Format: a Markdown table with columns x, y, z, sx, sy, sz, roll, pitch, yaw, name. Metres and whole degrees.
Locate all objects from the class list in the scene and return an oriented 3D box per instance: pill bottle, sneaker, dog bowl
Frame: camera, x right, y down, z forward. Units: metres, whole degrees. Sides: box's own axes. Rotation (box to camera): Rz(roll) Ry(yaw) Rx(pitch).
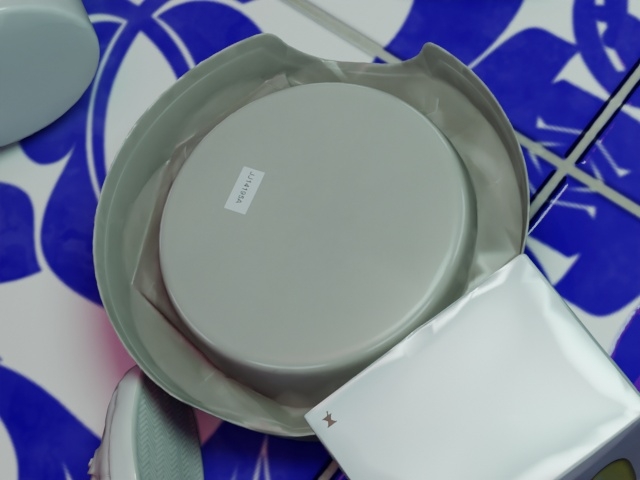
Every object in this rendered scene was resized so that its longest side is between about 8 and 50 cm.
| x | y | z | sx | sy | sz | roll | pitch | yaw | name |
| --- | --- | --- | --- | --- | --- | --- | --- | --- | --- |
| -0.347 | -0.284 | 1.691 | 0.224 | 0.224 | 0.392 | -28 | 62 | 4 | pill bottle |
| -0.182 | 0.235 | 1.485 | 0.169 | 0.108 | 0.292 | -21 | 47 | 24 | sneaker |
| 0.000 | 0.000 | 1.527 | 0.349 | 0.102 | 0.348 | -6 | 64 | 13 | dog bowl |

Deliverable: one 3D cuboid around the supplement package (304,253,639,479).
| x | y | z | sx | sy | sz | roll | pitch | yaw | name |
| --- | --- | --- | --- | --- | --- | --- | --- | --- | --- |
| 0.129 | 0.152 | 1.372 | 0.194 | 0.203 | 0.149 | -37 | 62 | 0 | supplement package |
